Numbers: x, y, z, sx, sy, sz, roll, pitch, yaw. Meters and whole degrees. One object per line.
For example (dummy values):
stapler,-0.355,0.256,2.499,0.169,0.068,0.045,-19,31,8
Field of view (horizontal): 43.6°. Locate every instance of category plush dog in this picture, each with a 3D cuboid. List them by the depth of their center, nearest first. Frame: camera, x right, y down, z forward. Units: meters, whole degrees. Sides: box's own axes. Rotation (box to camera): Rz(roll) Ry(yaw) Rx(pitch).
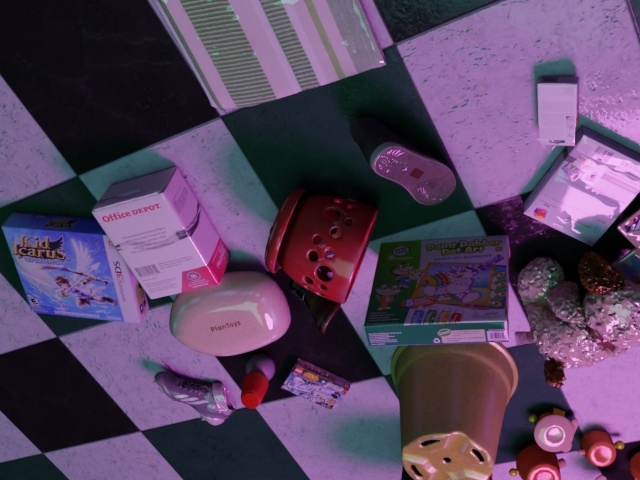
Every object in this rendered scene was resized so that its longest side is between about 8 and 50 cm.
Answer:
plush dog,0.501,0.143,1.446,0.262,0.210,0.225,36,139,-13

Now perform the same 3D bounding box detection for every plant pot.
plant pot,0.000,0.000,1.488,0.174,0.191,0.191,22,129,5
plant pot,0.269,0.364,1.657,0.276,0.254,0.276,6,128,8

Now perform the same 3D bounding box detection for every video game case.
video game case,-0.526,0.062,1.736,0.269,0.061,0.244,4,127,10

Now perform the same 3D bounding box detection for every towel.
towel,-0.084,-0.354,1.331,0.325,0.038,0.248,-14,124,20

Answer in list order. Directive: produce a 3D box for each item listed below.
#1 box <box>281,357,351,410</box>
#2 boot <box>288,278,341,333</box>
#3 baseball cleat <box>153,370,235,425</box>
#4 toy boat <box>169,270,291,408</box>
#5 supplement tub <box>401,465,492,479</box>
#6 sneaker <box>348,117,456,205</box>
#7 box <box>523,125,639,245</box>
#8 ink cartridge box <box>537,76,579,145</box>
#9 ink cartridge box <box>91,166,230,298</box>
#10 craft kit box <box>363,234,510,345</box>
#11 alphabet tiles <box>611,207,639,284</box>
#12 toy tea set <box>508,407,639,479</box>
box,-0.011,0.331,1.841,0.137,0.027,0.094,26,130,-7
boot,-0.019,0.116,1.572,0.106,0.219,0.082,31,97,-3
baseball cleat,-0.293,0.357,1.914,0.206,0.072,0.109,39,112,-22
toy boat,-0.177,0.201,1.725,0.267,0.148,0.318,-10,117,14
supplement tub,0.274,0.585,1.769,0.207,0.338,0.207,6,128,8
sneaker,0.149,-0.146,1.417,0.083,0.118,0.222,-47,136,16
box,0.467,-0.091,1.399,0.145,0.038,0.186,25,127,-5
ink cartridge box,0.393,-0.213,1.323,0.063,0.029,0.115,6,129,24
ink cartridge box,-0.315,-0.012,1.603,0.172,0.100,0.237,-13,124,22
craft kit box,0.219,0.088,1.463,0.250,0.246,0.061,-4,123,16
alphabet tiles,0.698,0.030,1.412,0.342,0.011,0.285,41,112,-16
toy tea set,0.598,0.500,1.799,0.336,0.124,0.200,22,99,1
